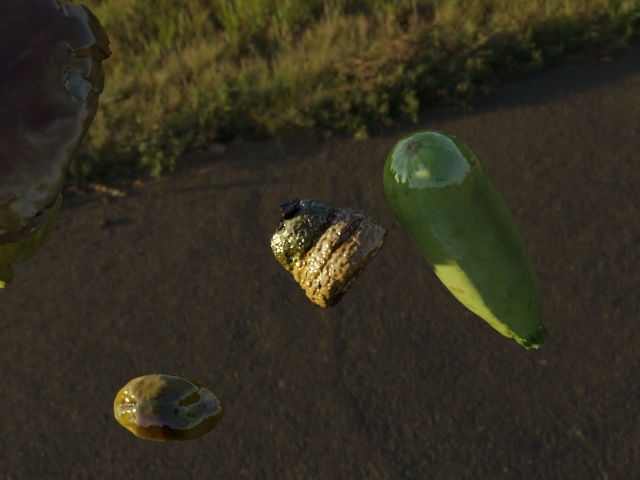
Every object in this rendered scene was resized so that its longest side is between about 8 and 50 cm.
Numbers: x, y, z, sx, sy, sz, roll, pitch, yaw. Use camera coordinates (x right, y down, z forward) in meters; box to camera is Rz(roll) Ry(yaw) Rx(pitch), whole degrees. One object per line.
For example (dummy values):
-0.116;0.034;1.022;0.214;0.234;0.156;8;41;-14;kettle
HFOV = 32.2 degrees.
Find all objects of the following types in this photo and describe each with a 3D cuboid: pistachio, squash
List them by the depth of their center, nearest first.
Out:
0.180;0.006;1.291;0.118;0.370;0.118;-20;46;21;squash
-0.257;0.277;1.857;0.189;0.110;0.100;8;17;6;pistachio

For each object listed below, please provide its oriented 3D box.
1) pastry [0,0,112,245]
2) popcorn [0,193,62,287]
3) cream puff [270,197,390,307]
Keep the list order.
-0.261;-0.102;0.826;0.229;0.100;0.218;-33;87;-22;pastry
-0.392;-0.056;1.235;0.181;0.235;0.217;16;9;2;popcorn
0.000;0.000;1.796;0.169;0.183;0.183;38;50;0;cream puff
